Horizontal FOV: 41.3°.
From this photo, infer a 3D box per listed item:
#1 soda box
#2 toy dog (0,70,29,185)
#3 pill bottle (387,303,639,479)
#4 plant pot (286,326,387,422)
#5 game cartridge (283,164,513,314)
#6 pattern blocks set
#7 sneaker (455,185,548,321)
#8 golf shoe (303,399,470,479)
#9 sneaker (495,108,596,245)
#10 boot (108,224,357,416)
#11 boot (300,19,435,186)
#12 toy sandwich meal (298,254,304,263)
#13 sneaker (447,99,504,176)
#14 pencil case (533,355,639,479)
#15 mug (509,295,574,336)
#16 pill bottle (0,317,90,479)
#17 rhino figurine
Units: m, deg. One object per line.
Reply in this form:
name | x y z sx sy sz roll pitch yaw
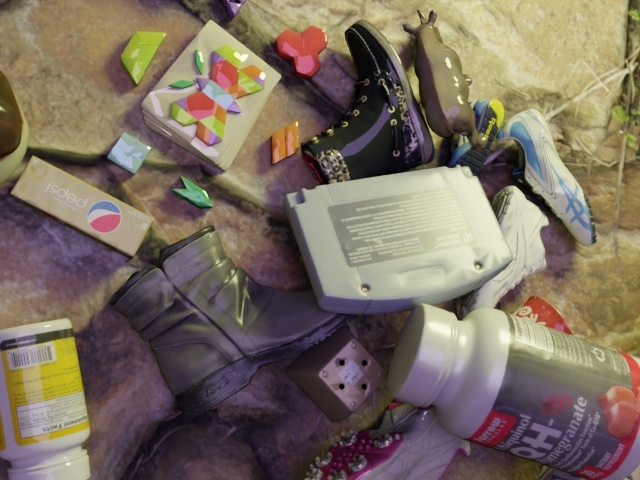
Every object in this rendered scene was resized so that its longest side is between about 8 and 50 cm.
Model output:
soda box | -0.323 -0.043 1.158 0.181 0.058 0.061 29 79 -10
toy dog | -0.546 -0.085 0.996 0.408 0.284 0.395 -36 94 -17
pill bottle | 0.259 0.192 1.121 0.318 0.176 0.176 19 80 -6
plant pot | 0.034 0.188 1.205 0.109 0.096 0.109 -44 96 -14
game cartridge | 0.113 0.000 1.187 0.294 0.060 0.196 -10 60 -20
pattern blocks set | -0.153 -0.211 1.234 0.285 0.026 0.325 22 80 -11
sneaker | 0.287 0.039 1.290 0.115 0.090 0.232 27 80 -14
golf shoe | 0.105 0.311 1.178 0.306 0.115 0.140 -29 104 -33
sneaker | 0.356 -0.090 1.329 0.086 0.085 0.237 -31 97 11
boot | -0.101 0.068 1.175 0.338 0.118 0.222 -30 89 -16
boot | 0.047 -0.189 1.249 0.178 0.085 0.236 -27 95 -13
toy sandwich meal | 0.000 0.000 1.251 0.085 0.029 0.085 2 81 -15
sneaker | 0.229 -0.153 1.313 0.053 0.059 0.144 27 91 -44
pencil case | 0.386 0.366 1.244 0.410 0.160 0.183 -46 111 -14
mug | 0.289 0.185 1.256 0.169 0.113 0.150 -29 63 -11
pill bottle | -0.363 0.212 1.091 0.119 0.119 0.208 -10 87 -15
rhino figurine | 0.179 -0.250 1.269 0.073 0.106 0.243 -23 65 25
